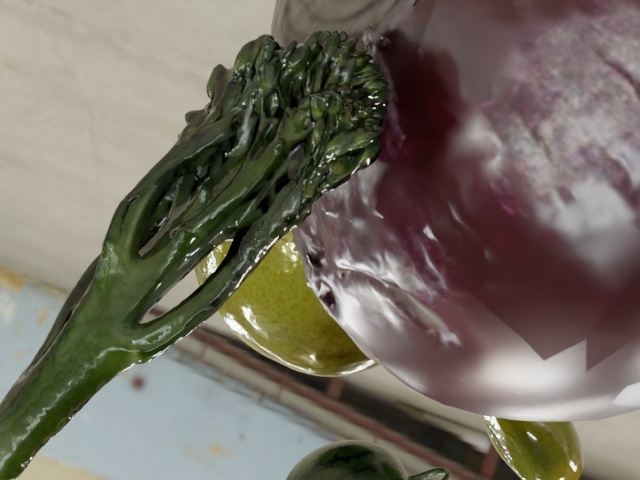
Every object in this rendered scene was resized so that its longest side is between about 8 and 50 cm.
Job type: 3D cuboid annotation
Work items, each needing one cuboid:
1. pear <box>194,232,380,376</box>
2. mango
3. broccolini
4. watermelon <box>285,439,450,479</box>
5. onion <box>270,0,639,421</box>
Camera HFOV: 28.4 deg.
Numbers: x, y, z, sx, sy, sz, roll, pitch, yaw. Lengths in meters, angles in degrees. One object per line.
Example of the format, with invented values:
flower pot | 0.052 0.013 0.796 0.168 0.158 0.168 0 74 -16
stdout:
pear | 0.000 0.000 1.408 0.304 0.303 0.304 20 169 4
mango | 0.211 0.182 1.345 0.191 0.086 0.122 55 -178 -7
broccolini | -0.052 -0.004 0.444 0.091 0.202 0.068 21 146 38
watermelon | 0.049 0.279 1.355 0.187 0.140 0.140 -16 172 -8
onion | 0.126 -0.063 0.568 0.337 0.260 0.282 -30 126 22
